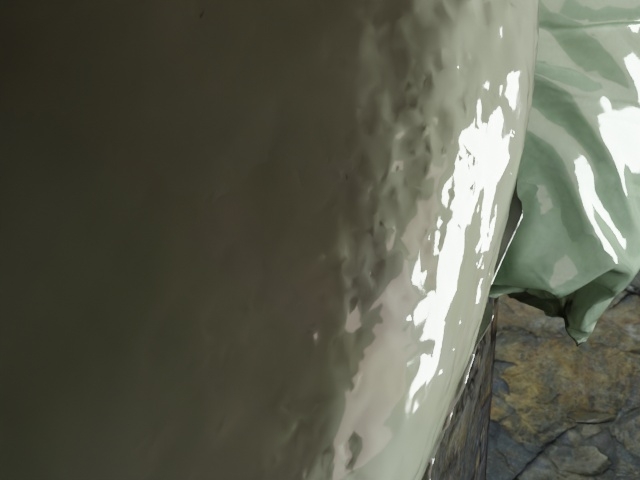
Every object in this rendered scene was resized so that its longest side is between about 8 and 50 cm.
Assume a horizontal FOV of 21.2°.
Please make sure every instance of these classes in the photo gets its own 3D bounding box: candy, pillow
[{"bbox_3d":[-0.100,-0.024,0.600,0.186,0.386,0.427,37,73,-41],"label":"candy"},{"bbox_3d":[0.051,-0.108,0.812,0.138,0.283,0.310,22,-79,65],"label":"pillow"}]
